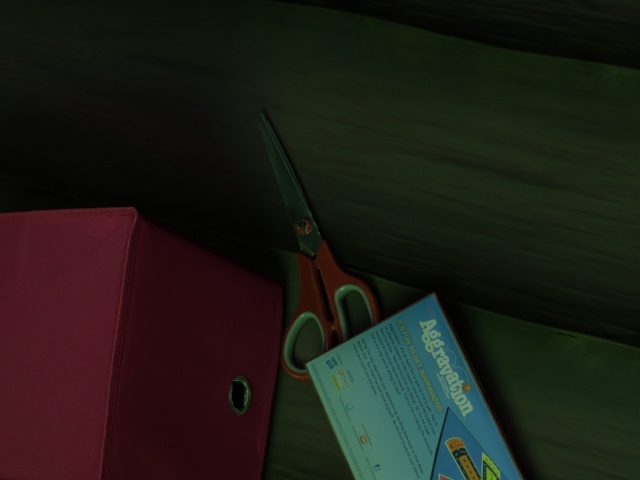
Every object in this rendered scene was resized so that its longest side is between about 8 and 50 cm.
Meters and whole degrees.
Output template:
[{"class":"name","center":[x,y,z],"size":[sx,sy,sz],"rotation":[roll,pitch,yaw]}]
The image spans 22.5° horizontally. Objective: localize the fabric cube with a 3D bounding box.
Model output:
[{"class":"fabric cube","center":[-0.215,0.124,1.487],"size":[0.259,0.258,0.254],"rotation":[0,74,28]}]

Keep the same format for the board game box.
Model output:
[{"class":"board game box","center":[0.102,0.203,1.451],"size":[0.145,0.027,0.281],"rotation":[-29,69,15]}]

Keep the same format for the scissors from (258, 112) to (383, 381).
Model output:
[{"class":"scissors","center":[0.000,0.000,1.573],"size":[0.109,0.021,0.297],"rotation":[-15,69,22]}]
